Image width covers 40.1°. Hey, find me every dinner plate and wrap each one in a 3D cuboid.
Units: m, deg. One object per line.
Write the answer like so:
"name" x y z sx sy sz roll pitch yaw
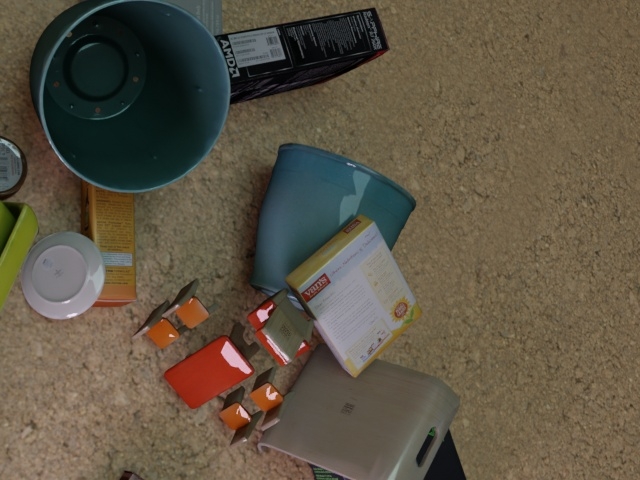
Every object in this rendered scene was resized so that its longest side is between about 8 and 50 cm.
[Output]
"dinner plate" -0.410 0.054 1.388 0.141 0.017 0.141 -2 78 8

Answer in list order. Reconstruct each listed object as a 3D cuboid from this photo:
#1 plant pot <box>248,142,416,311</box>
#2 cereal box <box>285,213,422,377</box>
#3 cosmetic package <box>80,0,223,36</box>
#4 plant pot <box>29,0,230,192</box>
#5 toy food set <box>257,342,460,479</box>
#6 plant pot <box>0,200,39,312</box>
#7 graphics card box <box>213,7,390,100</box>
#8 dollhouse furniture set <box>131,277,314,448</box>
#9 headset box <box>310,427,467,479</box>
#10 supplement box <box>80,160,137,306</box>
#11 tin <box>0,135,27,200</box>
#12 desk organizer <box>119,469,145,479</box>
"plant pot" 0.000 0.000 1.579 0.271 0.271 0.255 27 81 -24
"cereal box" 0.062 0.096 1.480 0.173 0.047 0.240 -40 128 -13
"cosmetic package" -0.302 -0.404 1.565 0.237 0.107 0.127 3 80 -34
"plant pot" -0.324 -0.250 1.389 0.292 0.235 0.293 -13 117 -27
"toy food set" 0.061 0.316 1.516 0.220 0.306 0.092 -56 139 -28
"plant pot" -0.540 0.006 1.234 0.207 0.227 0.228 27 78 -31
"graphics card box" -0.087 -0.324 1.602 0.370 0.232 0.094 -21 95 -33
"dollhouse furniture set" -0.143 0.190 1.420 0.262 0.259 0.135 51 26 -10
"headset box" 0.143 0.471 1.618 0.246 0.131 0.283 -16 87 -34
"supplement box" -0.352 -0.010 1.454 0.080 0.078 0.234 1 78 -32
"tin" -0.558 -0.117 1.376 0.189 0.040 0.106 -1 75 -32
"desk organizer" -0.274 0.430 1.416 0.130 0.047 0.050 42 63 -17
